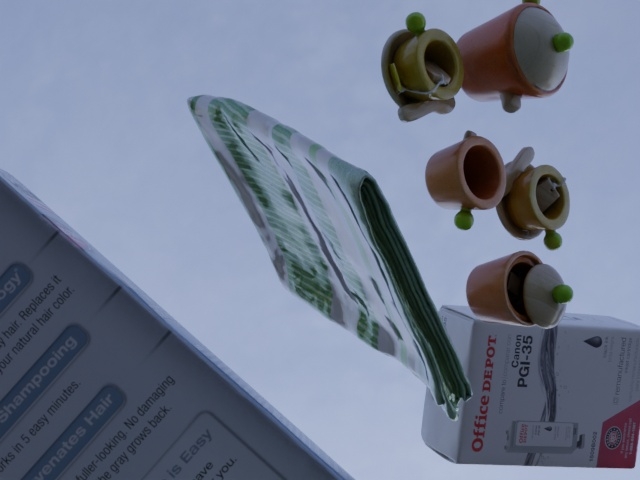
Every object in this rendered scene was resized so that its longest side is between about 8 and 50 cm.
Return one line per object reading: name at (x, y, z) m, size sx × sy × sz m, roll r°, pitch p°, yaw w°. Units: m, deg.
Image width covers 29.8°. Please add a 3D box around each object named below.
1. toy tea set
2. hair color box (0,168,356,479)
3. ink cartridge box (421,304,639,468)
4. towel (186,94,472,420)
toy tea set at (0.197, -0.082, 1.181) m, size 0.124 × 0.200 × 0.336 m, roll -10°, pitch -77°, yaw 47°
hair color box at (-0.125, 0.138, 0.715) m, size 0.374 × 0.113 × 0.185 m, roll 41°, pitch -94°, yaw 2°
ink cartridge box at (0.300, 0.206, 1.675) m, size 0.283 × 0.117 × 0.207 m, roll 5°, pitch -85°, yaw -19°
towel at (0.000, 0.000, 1.046) m, size 0.038 × 0.325 × 0.248 m, roll -34°, pitch -58°, yaw -13°
